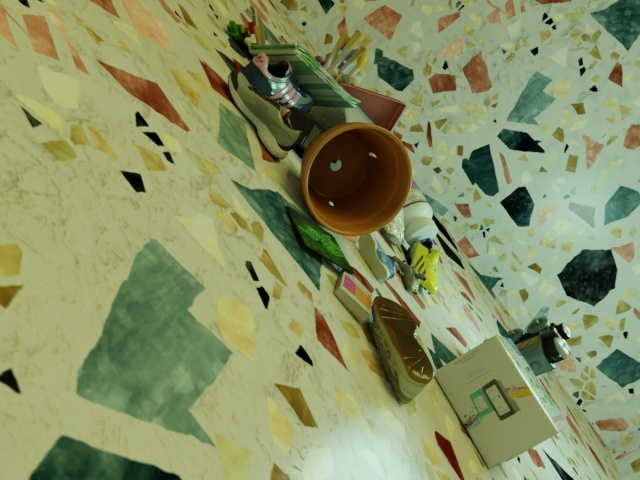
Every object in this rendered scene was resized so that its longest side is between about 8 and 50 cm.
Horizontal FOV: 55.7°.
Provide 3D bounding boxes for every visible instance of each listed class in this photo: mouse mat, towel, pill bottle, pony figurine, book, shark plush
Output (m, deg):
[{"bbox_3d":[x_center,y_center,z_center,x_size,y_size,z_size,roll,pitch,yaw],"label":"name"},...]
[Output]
[{"bbox_3d":[0.000,0.000,1.437,0.190,0.007,0.152,33,20,-43],"label":"mouse mat"},{"bbox_3d":[-0.052,-0.516,1.909,0.248,0.038,0.325,15,-10,45],"label":"towel"},{"bbox_3d":[0.327,-0.126,2.329,0.169,0.169,0.301,30,29,-53],"label":"pill bottle"},{"bbox_3d":[0.020,-0.626,2.318,0.303,0.363,0.351,39,5,-22],"label":"pony figurine"},{"bbox_3d":[0.077,0.121,1.400,0.096,0.035,0.144,48,17,-7],"label":"book"},{"bbox_3d":[0.278,0.101,1.951,0.067,0.073,0.161,2,51,-30],"label":"shark plush"}]

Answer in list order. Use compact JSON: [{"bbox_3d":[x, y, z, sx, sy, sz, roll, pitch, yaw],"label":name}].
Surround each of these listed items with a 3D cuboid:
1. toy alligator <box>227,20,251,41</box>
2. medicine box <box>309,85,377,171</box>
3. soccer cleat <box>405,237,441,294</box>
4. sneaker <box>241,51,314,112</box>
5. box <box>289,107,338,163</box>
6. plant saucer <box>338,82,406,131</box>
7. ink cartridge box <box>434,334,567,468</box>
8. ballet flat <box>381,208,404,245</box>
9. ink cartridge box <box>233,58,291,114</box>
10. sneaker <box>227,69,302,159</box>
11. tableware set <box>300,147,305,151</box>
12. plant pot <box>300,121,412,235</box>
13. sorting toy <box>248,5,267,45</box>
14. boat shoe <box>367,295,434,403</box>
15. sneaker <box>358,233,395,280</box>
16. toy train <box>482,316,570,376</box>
[{"bbox_3d":[-0.278,-0.709,2.089,0.190,0.056,0.051,-17,115,-78],"label":"toy alligator"},{"bbox_3d":[0.102,-0.337,2.109,0.263,0.149,0.289,40,32,-38],"label":"medicine box"},{"bbox_3d":[0.377,0.080,2.131,0.093,0.121,0.289,46,18,-24],"label":"soccer cleat"},{"bbox_3d":[-0.103,-0.474,1.829,0.319,0.131,0.112,-1,50,-53],"label":"sneaker"},{"bbox_3d":[-0.014,-0.317,1.849,0.158,0.093,0.156,36,13,14],"label":"box"},{"bbox_3d":[0.149,-0.464,2.227,0.259,0.259,0.047,15,56,-11],"label":"plant saucer"},{"bbox_3d":[0.469,0.415,1.574,0.198,0.197,0.270,21,36,-60],"label":"ink cartridge box"},{"bbox_3d":[0.225,-0.175,2.221,0.147,0.147,0.408,30,29,-54],"label":"ballet flat"},{"bbox_3d":[-0.161,-0.482,1.931,0.232,0.066,0.189,34,25,-58],"label":"ink cartridge box"},{"bbox_3d":[-0.146,-0.349,1.611,0.271,0.108,0.100,54,18,6],"label":"sneaker"},{"bbox_3d":[0.021,-0.221,1.920,0.194,0.039,0.128,38,23,-42],"label":"tableware set"},{"bbox_3d":[0.070,-0.181,1.605,0.291,0.291,0.203,45,3,-27],"label":"plant pot"},{"bbox_3d":[-0.220,-0.701,2.123,0.347,0.047,0.195,-58,138,-85],"label":"sorting toy"},{"bbox_3d":[0.162,0.230,1.345,0.105,0.089,0.285,18,27,-18],"label":"boat shoe"},{"bbox_3d":[0.165,0.045,1.737,0.085,0.058,0.152,2,57,-62],"label":"sneaker"},{"bbox_3d":[0.630,0.370,1.909,0.142,0.334,0.190,53,31,-9],"label":"toy train"}]
